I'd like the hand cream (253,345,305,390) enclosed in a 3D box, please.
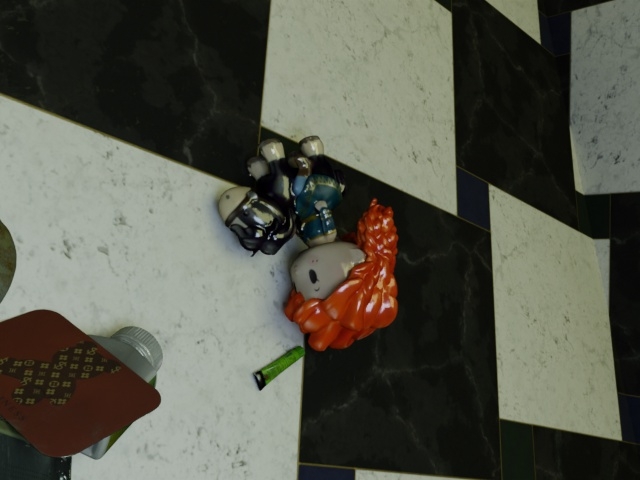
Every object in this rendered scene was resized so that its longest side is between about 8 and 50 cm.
[{"bbox_3d":[-0.076,0.234,1.298,0.122,0.023,0.036,-30,110,-43],"label":"hand cream"}]

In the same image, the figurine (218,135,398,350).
[{"bbox_3d":[-0.009,-0.006,1.320,0.411,0.241,0.306,50,39,-6],"label":"figurine"}]

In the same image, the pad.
[{"bbox_3d":[-0.354,0.176,0.918,0.181,0.267,0.004,-23,136,-52],"label":"pad"}]

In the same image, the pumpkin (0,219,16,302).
[{"bbox_3d":[-0.501,0.015,0.914,0.217,0.110,0.217,11,72,-35],"label":"pumpkin"}]

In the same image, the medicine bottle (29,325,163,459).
[{"bbox_3d":[-0.310,0.204,0.998,0.132,0.088,0.188,25,27,8],"label":"medicine bottle"}]

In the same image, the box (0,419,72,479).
[{"bbox_3d":[-0.372,0.329,0.834,0.270,0.045,0.210,77,5,-62],"label":"box"}]
